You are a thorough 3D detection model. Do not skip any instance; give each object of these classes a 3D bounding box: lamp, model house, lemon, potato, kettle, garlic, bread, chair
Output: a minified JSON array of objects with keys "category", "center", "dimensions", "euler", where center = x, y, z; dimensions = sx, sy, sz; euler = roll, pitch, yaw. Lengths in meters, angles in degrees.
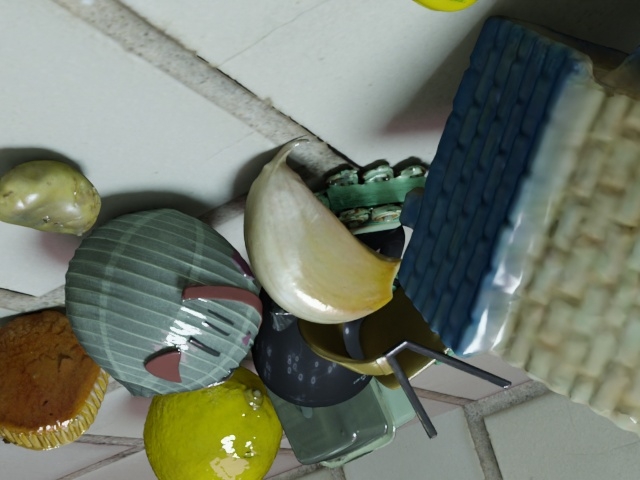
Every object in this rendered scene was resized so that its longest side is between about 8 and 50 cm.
[{"category":"lamp","center":[-0.194,0.084,1.280],"dimensions":[0.233,0.233,0.265],"euler":[-24,156,18]},{"category":"model house","center":[0.322,-0.072,1.141],"dimensions":[0.445,0.399,0.395],"euler":[-19,127,-56]},{"category":"lemon","center":[-0.206,0.367,1.976],"dimensions":[0.268,0.268,0.322],"euler":[-4,139,-31]},{"category":"potato","center":[-0.299,-0.048,1.109],"dimensions":[0.091,0.070,0.138],"euler":[-24,157,22]},{"category":"kettle","center":[0.022,0.080,1.557],"dimensions":[0.268,0.207,0.290],"euler":[-36,153,-26]},{"category":"garlic","center":[-0.014,0.004,1.284],"dimensions":[0.164,0.145,0.245],"euler":[-34,116,12]},{"category":"bread","center":[-0.403,0.199,1.486],"dimensions":[0.199,0.199,0.104],"euler":[-12,155,-13]},{"category":"chair","center":[0.108,0.136,1.390],"dimensions":[0.172,0.159,0.247],"euler":[-38,129,10]}]

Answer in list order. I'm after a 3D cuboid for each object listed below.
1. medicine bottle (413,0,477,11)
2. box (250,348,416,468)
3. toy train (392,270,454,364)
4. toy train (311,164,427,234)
[{"category":"medicine bottle","center":[0.181,-0.298,0.832],"dimensions":[0.111,0.076,0.309],"euler":[-6,158,-42]},{"category":"box","center":[0.018,0.242,1.786],"dimensions":[0.166,0.291,0.220],"euler":[-13,163,-44]},{"category":"toy train","center":[0.294,0.068,1.730],"dimensions":[0.272,0.179,0.442],"euler":[-9,158,-36]},{"category":"toy train","center":[0.071,-0.049,1.387],"dimensions":[0.193,0.081,0.125],"euler":[-7,166,-22]}]
